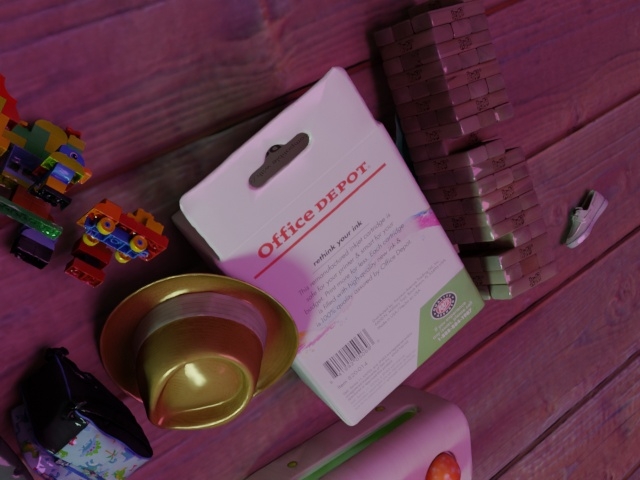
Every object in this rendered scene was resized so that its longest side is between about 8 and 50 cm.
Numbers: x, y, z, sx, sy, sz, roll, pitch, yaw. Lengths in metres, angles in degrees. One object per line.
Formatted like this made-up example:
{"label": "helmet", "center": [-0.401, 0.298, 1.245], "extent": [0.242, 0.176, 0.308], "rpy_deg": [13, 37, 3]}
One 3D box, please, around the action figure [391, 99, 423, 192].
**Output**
{"label": "action figure", "center": [0.155, -0.080, 1.185], "extent": [0.232, 0.063, 0.137], "rpy_deg": [8, 93, -41]}

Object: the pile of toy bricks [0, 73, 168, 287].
{"label": "pile of toy bricks", "center": [-0.229, -0.058, 0.815], "extent": [0.212, 0.118, 0.105], "rpy_deg": [33, 49, -27]}

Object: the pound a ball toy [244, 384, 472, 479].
{"label": "pound a ball toy", "center": [0.078, 0.322, 1.168], "extent": [0.319, 0.136, 0.208], "rpy_deg": [-23, 116, -37]}

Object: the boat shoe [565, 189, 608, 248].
{"label": "boat shoe", "center": [0.384, -0.034, 1.441], "extent": [0.035, 0.035, 0.100], "rpy_deg": [43, 73, -13]}

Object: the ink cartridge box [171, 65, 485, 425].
{"label": "ink cartridge box", "center": [0.000, 0.000, 0.990], "extent": [0.207, 0.119, 0.353], "rpy_deg": [-41, 128, -9]}

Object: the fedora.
{"label": "fedora", "center": [-0.113, 0.118, 0.903], "extent": [0.194, 0.194, 0.079], "rpy_deg": [57, 19, -36]}

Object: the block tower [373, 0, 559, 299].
{"label": "block tower", "center": [0.161, -0.104, 1.093], "extent": [0.097, 0.091, 0.335], "rpy_deg": [-23, 100, -37]}

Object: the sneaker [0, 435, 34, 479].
{"label": "sneaker", "center": [-0.328, 0.124, 0.739], "extent": [0.140, 0.125, 0.340], "rpy_deg": [-31, 119, -29]}

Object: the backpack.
{"label": "backpack", "center": [-0.214, 0.171, 0.876], "extent": [0.084, 0.105, 0.114], "rpy_deg": [-43, 131, 1]}
